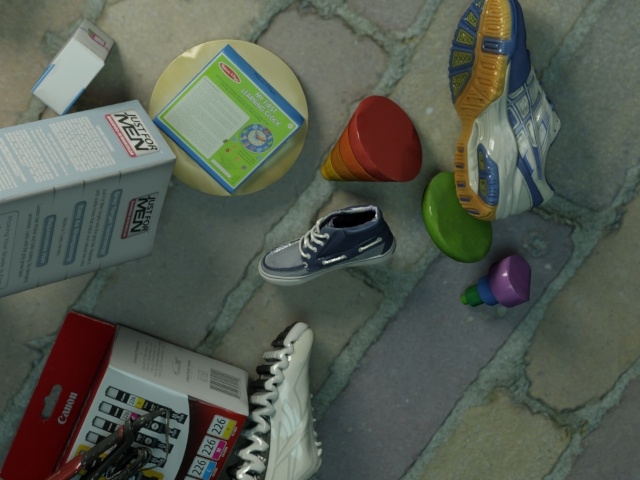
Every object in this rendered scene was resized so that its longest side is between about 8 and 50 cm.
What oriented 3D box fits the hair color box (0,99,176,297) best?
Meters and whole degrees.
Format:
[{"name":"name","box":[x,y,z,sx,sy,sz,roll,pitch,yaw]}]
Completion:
[{"name":"hair color box","box":[-0.374,-0.033,1.652,0.374,0.114,0.185,-16,146,-31]}]

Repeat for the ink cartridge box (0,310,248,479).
[{"name":"ink cartridge box","box":[-0.282,0.290,1.912,0.271,0.130,0.309,21,111,-11]}]

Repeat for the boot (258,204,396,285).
[{"name":"boot","box":[0.000,0.000,1.820,0.190,0.069,0.086,-15,142,9]}]

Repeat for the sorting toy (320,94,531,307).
[{"name":"sorting toy","box":[0.129,-0.029,1.839,0.126,0.127,0.365,-26,119,39]}]

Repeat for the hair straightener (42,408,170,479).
[{"name":"hair straightener","box":[-0.280,0.305,1.830,0.230,0.047,0.089,-39,108,10]}]

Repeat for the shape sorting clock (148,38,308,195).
[{"name":"shape sorting clock","box":[-0.118,-0.158,1.781,0.206,0.040,0.206,0,110,-1]}]

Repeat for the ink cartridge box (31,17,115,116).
[{"name":"ink cartridge box","box":[-0.304,-0.216,1.700,0.052,0.122,0.088,38,105,-14]}]

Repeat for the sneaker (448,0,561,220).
[{"name":"sneaker","box":[0.245,-0.177,1.780,0.131,0.112,0.297,-10,112,-26]}]

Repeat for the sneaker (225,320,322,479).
[{"name":"sneaker","box":[-0.049,0.257,1.894,0.118,0.110,0.292,16,87,-10]}]
